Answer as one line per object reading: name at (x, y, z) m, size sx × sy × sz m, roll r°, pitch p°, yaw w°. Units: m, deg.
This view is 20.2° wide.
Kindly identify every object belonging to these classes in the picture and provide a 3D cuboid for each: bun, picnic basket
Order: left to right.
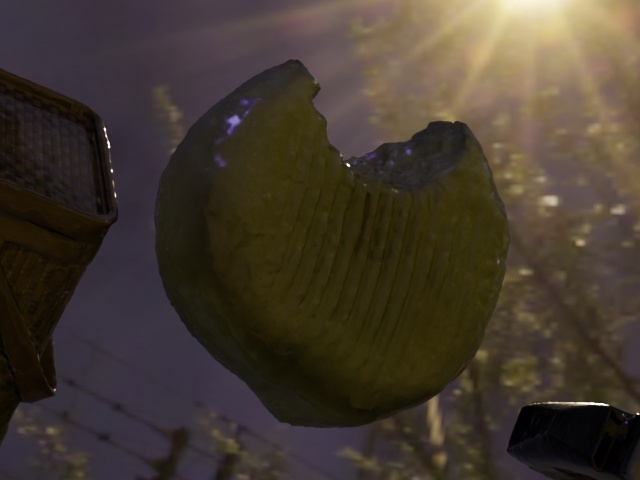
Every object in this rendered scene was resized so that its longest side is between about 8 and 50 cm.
picnic basket at (-0.241, -0.024, 0.882) m, size 0.266 × 0.165 × 0.139 m, roll 23°, pitch -71°, yaw -19°
bun at (0.000, 0.000, 1.011) m, size 0.212 × 0.126 × 0.204 m, roll 47°, pitch -120°, yaw -20°

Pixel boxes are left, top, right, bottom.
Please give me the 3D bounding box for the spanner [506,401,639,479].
spanner at (0.133, 0.067, 0.427) m, size 0.095 × 0.325 × 0.040 m, roll 28°, pitch -100°, yaw -22°
